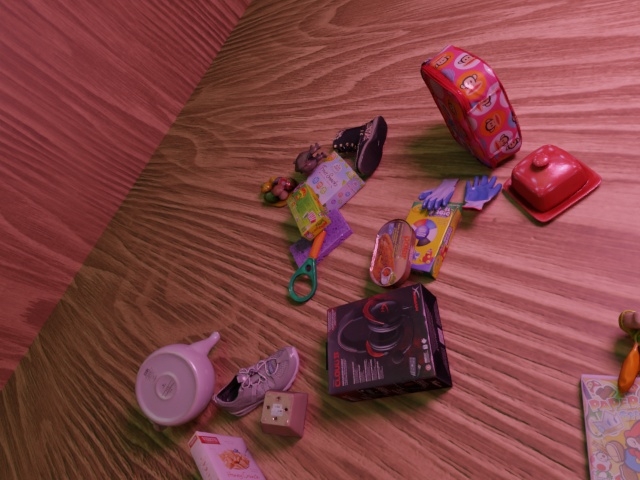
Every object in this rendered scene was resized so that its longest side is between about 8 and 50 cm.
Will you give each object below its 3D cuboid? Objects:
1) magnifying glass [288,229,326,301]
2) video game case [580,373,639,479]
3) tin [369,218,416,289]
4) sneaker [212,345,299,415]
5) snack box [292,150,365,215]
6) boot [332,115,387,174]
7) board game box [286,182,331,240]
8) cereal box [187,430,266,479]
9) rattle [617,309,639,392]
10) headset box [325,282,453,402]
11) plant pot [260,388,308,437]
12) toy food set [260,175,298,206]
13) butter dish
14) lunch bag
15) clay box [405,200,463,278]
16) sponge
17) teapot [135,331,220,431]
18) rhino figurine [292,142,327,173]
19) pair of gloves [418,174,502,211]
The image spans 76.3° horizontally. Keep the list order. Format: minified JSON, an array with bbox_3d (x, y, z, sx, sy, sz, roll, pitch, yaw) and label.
[{"bbox_3d":[-0.032,0.078,1.257,0.092,0.026,0.231,17,86,29],"label":"magnifying glass"},{"bbox_3d":[0.554,0.326,0.644,0.226,0.026,0.207,-9,57,36],"label":"video game case"},{"bbox_3d":[0.189,0.035,1.053,0.106,0.040,0.190,-5,61,44],"label":"tin"},{"bbox_3d":[-0.177,0.394,1.135,0.281,0.115,0.105,-42,44,9],"label":"sneaker"},{"bbox_3d":[0.023,-0.179,1.379,0.207,0.070,0.174,-43,44,8],"label":"snack box"},{"bbox_3d":[0.119,-0.307,1.376,0.178,0.085,0.237,-4,54,40],"label":"boot"},{"bbox_3d":[-0.041,-0.093,1.295,0.092,0.043,0.181,-42,45,15],"label":"board game box"},{"bbox_3d":[-0.212,0.580,1.002,0.047,0.173,0.240,-53,44,-2],"label":"cereal box"},{"bbox_3d":[0.602,0.182,0.650,0.199,0.130,0.143,9,61,13],"label":"rattle"},{"bbox_3d":[0.139,0.252,0.972,0.293,0.110,0.218,-20,52,28],"label":"headset box"},{"bbox_3d":[-0.098,0.432,1.033,0.108,0.096,0.109,2,61,11],"label":"plant pot"},{"bbox_3d":[-0.156,-0.198,1.539,0.217,0.071,0.128,16,74,44],"label":"toy food set"},{"bbox_3d":[0.511,-0.154,0.925,0.160,0.118,0.160,-39,44,13],"label":"butter dish"},{"bbox_3d":[0.375,-0.346,1.039,0.120,0.293,0.258,-36,42,14],"label":"lunch bag"},{"bbox_3d":[0.280,-0.019,1.075,0.127,0.053,0.222,12,72,43],"label":"clay box"},{"bbox_3d":[0.000,0.000,1.309,0.210,0.031,0.117,-41,46,9],"label":"sponge"},{"bbox_3d":[-0.431,0.444,1.273,0.255,0.187,0.253,-18,79,9],"label":"teapot"},{"bbox_3d":[-0.050,-0.285,1.458,0.106,0.073,0.243,-44,12,-2],"label":"rhino figurine"},{"bbox_3d":[0.358,-0.125,1.059,0.198,0.023,0.159,7,40,38],"label":"pair of gloves"}]
